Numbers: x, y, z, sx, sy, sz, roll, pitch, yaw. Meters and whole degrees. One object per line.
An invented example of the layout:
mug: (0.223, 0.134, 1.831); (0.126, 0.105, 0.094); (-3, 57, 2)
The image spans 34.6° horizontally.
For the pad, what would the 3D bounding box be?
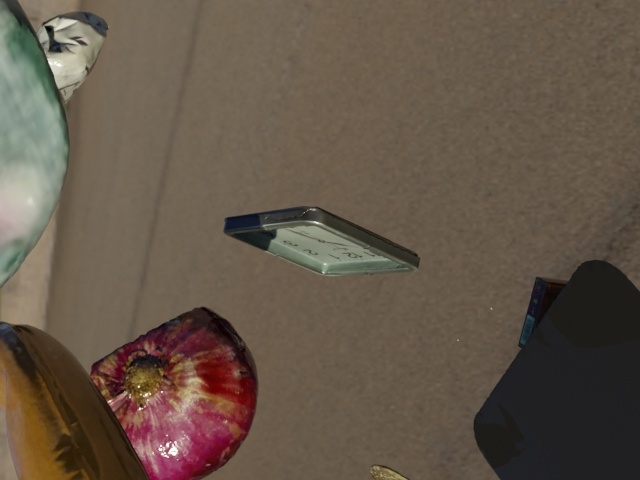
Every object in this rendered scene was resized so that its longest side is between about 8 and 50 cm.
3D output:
pad: (0.284, 0.171, 1.073); (0.315, 0.063, 0.375); (53, 147, 24)

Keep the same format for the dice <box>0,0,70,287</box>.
dice: (-0.450, -0.107, 0.915); (0.328, 0.330, 0.348); (31, 146, 29)

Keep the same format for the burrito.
burrito: (-0.442, -0.247, 1.631); (0.445, 0.101, 0.139); (-26, 34, 60)

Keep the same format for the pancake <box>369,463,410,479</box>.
pancake: (0.124, 0.387, 1.615); (0.115, 0.011, 0.115); (31, 156, 16)

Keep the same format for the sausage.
sausage: (-0.267, 0.198, 1.054); (0.354, 0.116, 0.134); (49, 156, 40)

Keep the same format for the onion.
onion: (-0.211, 0.250, 1.578); (0.256, 0.272, 0.230); (-38, 66, 22)

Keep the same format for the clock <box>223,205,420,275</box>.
clock: (0.000, -0.001, 1.840); (0.273, 0.279, 0.049); (-5, 68, 49)

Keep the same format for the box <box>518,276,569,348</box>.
box: (0.251, 0.083, 1.123); (0.023, 0.051, 0.082); (32, 112, 62)
